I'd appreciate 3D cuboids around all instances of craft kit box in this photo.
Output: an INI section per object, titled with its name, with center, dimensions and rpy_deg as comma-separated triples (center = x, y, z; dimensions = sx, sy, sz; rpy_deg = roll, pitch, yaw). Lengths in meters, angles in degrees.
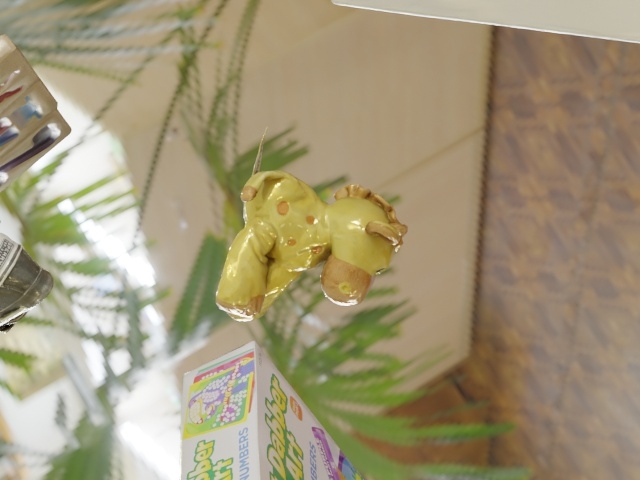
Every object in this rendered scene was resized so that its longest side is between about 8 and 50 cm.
[craft kit box]
center = 0.010, 0.218, 0.820
dimensions = 0.246, 0.061, 0.250
rpy_deg = 51, -162, -30

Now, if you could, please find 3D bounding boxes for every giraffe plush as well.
[giraffe plush]
center = 0.000, 0.000, 1.618
dimensions = 0.181, 0.170, 0.210
rpy_deg = -69, -6, -63

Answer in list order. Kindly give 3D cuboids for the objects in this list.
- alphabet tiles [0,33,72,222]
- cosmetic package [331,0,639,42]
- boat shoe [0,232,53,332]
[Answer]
[alphabet tiles]
center = -0.246, 0.045, 0.634
dimensions = 0.011, 0.342, 0.285
rpy_deg = 49, 175, 3
[cosmetic package]
center = 0.240, -0.273, 1.189
dimensions = 0.230, 0.453, 0.161
rpy_deg = -88, 6, -54
[boat shoe]
center = -0.301, 0.055, 1.397
dimensions = 0.070, 0.077, 0.219
rpy_deg = 35, 156, -16
